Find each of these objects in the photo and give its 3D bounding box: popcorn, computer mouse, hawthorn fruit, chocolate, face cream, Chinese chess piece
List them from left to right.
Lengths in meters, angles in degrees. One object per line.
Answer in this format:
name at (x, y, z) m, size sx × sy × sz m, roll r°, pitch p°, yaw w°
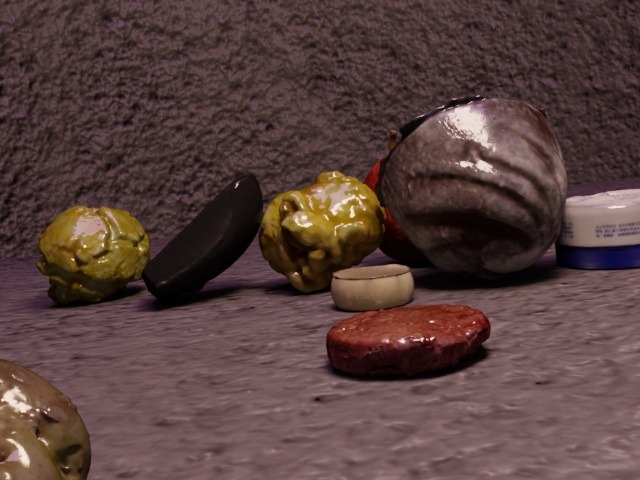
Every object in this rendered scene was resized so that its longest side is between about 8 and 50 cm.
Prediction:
popcorn at (-0.423, 0.024, 1.579) m, size 0.204 × 0.184 × 0.221 m, roll 2°, pitch 8°, yaw 21°
computer mouse at (-0.187, 0.006, 1.448) m, size 0.269 × 0.100 × 0.170 m, roll -45°, pitch -2°, yaw -6°
popcorn at (0.000, 0.000, 1.414) m, size 0.226 × 0.200 × 0.203 m, roll -1°, pitch 48°, yaw 10°
Chinese chess piece at (0.075, 0.068, 1.216) m, size 0.122 × 0.051 × 0.122 m, roll -4°, pitch 6°, yaw 0°
hawthorn fruit at (0.173, -0.084, 1.547) m, size 0.205 × 0.253 × 0.205 m, roll -18°, pitch 0°, yaw 0°
chocolate at (0.252, -0.048, 1.283) m, size 0.303 × 0.303 × 0.213 m, roll -13°, pitch 52°, yaw -10°
face cream at (0.480, -0.023, 1.343) m, size 0.205 × 0.111 × 0.206 m, roll -5°, pitch 6°, yaw 1°

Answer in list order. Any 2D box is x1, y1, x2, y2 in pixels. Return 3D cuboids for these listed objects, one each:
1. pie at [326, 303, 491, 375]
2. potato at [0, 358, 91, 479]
pie at (0.092, 0.102, 0.896) m, size 0.182 × 0.050 × 0.182 m, roll -8°, pitch 4°, yaw 1°
potato at (-0.245, 0.143, 0.426) m, size 0.165 × 0.165 × 0.262 m, roll -1°, pitch 5°, yaw 44°
